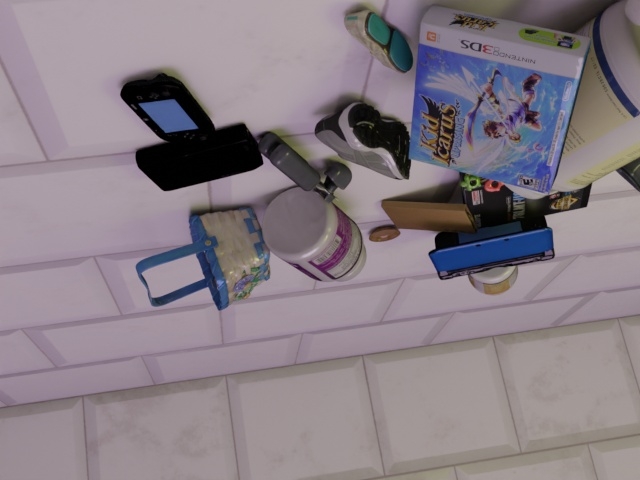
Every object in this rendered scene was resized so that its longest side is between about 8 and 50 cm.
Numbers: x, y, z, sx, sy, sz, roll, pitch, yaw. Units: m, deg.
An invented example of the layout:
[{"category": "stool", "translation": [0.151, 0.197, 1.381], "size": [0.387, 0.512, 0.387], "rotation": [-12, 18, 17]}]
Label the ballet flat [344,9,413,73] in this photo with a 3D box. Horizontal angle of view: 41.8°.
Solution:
[{"category": "ballet flat", "translation": [0.091, -0.312, 1.305], "size": [0.052, 0.057, 0.168], "rotation": [11, 169, 33]}]

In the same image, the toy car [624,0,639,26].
[{"category": "toy car", "translation": [0.483, -0.376, 1.154], "size": [0.182, 0.159, 0.136], "rotation": [7, 145, -38]}]

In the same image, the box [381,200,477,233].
[{"category": "box", "translation": [0.261, -0.056, 1.994], "size": [0.201, 0.021, 0.164], "rotation": [5, 164, 22]}]

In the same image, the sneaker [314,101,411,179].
[{"category": "sneaker", "translation": [0.091, -0.184, 1.587], "size": [0.108, 0.100, 0.271], "rotation": [-6, 161, 34]}]

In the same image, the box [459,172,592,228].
[{"category": "box", "translation": [0.475, -0.125, 1.943], "size": [0.293, 0.073, 0.295], "rotation": [-14, 159, 7]}]

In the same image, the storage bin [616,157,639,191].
[{"category": "storage bin", "translation": [0.710, -0.183, 1.885], "size": [0.091, 0.098, 0.135], "rotation": [-46, 148, 12]}]

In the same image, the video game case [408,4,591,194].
[{"category": "video game case", "translation": [0.269, -0.215, 1.313], "size": [0.244, 0.061, 0.269], "rotation": [17, 138, 17]}]

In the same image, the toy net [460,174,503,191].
[{"category": "toy net", "translation": [0.414, -0.158, 1.765], "size": [0.232, 0.122, 0.045], "rotation": [-3, -157, -1]}]

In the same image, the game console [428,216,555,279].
[{"category": "game console", "translation": [0.418, -0.017, 2.075], "size": [0.293, 0.250, 0.173], "rotation": [-11, 127, 12]}]

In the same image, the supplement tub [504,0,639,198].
[{"category": "supplement tub", "translation": [0.451, -0.225, 1.419], "size": [0.235, 0.235, 0.325], "rotation": [5, 155, -36]}]

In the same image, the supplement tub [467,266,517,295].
[{"category": "supplement tub", "translation": [0.482, 0.073, 2.360], "size": [0.144, 0.144, 0.199], "rotation": [-14, 160, 10]}]

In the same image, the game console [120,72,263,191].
[{"category": "game console", "translation": [-0.247, -0.186, 1.472], "size": [0.213, 0.044, 0.361], "rotation": [-14, 159, 9]}]

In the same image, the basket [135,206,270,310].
[{"category": "basket", "translation": [-0.259, 0.054, 1.874], "size": [0.289, 0.201, 0.255], "rotation": [-17, 162, -9]}]

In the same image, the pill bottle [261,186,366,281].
[{"category": "pill bottle", "translation": [0.000, 0.000, 1.906], "size": [0.169, 0.169, 0.301], "rotation": [-16, 159, 16]}]

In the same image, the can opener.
[{"category": "can opener", "translation": [-0.020, -0.152, 1.664], "size": [0.095, 0.076, 0.283], "rotation": [-47, 152, 4]}]

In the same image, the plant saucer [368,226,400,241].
[{"category": "plant saucer", "translation": [0.164, -0.018, 2.152], "size": [0.083, 0.015, 0.083], "rotation": [-8, 159, -3]}]
